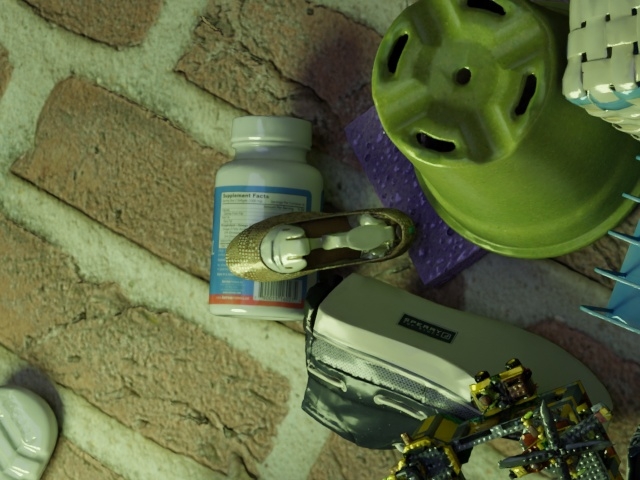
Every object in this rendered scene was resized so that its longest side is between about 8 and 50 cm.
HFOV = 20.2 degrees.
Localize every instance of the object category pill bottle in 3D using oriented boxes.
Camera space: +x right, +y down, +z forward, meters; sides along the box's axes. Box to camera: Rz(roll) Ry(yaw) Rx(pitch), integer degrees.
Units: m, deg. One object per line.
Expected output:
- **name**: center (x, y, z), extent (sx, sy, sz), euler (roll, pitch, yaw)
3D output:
- **pill bottle**: center (-0.059, -0.023, 2.003), extent (0.124, 0.124, 0.222), euler (0, 84, 31)

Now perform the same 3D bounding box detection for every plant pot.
- **plant pot**: center (0.177, -0.134, 1.774), extent (0.276, 0.254, 0.276), euler (-4, 80, 23)

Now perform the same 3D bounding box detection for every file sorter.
- **file sorter**: center (0.344, 0.013, 1.765), extent (0.118, 0.104, 0.170), euler (23, 96, 30)

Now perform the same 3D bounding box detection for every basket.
- **basket**: center (0.368, -0.195, 1.672), extent (0.201, 0.289, 0.255), euler (-6, 82, 47)

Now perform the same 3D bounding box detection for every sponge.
- **sponge**: center (0.117, -0.066, 1.954), extent (0.117, 0.031, 0.210), euler (-36, 68, 24)

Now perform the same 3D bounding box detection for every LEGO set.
- **LEGO set**: center (0.203, 0.299, 1.708), extent (0.255, 0.192, 0.331), euler (-15, 103, 24)

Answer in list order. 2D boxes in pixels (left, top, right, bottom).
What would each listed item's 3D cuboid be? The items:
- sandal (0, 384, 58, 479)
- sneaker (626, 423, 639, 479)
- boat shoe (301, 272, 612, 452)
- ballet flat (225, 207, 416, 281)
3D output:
- **sandal**: center (-0.456, 0.366, 2.224), extent (0.169, 0.102, 0.416), euler (41, 93, 13)
- **sneaker**: center (0.332, 0.201, 1.778), extent (0.052, 0.058, 0.135), euler (10, 89, 32)
- **boat shoe**: center (0.134, 0.165, 1.886), extent (0.340, 0.127, 0.158), euler (24, 128, 19)
- **ballet flat**: center (0.000, 0.000, 1.906), extent (0.206, 0.067, 0.073), euler (-12, 91, -3)
